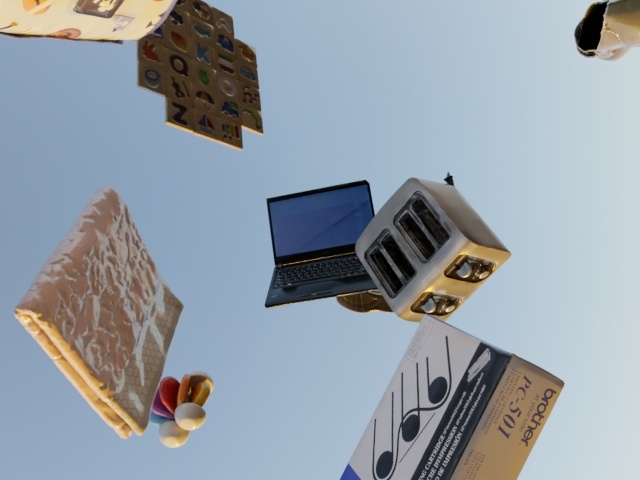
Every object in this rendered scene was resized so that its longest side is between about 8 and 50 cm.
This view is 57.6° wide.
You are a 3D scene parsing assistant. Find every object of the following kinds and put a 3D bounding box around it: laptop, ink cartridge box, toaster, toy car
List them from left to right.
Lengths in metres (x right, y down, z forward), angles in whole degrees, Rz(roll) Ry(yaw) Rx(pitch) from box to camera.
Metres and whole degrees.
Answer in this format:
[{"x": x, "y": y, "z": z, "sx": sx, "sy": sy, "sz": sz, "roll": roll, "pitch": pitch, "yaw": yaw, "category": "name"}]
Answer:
[{"x": -0.356, "y": 0.400, "z": 1.430, "sx": 0.136, "sy": 0.182, "sz": 0.159, "roll": 34, "pitch": -156, "yaw": -18, "category": "toy car"}, {"x": 0.000, "y": 0.000, "z": 1.182, "sx": 0.264, "sy": 0.235, "sz": 0.136, "roll": -83, "pitch": -20, "yaw": -65, "category": "laptop"}, {"x": 0.056, "y": 0.155, "z": 0.355, "sx": 0.046, "sy": 0.097, "sz": 0.207, "roll": 29, "pitch": -93, "yaw": -20, "category": "ink cartridge box"}, {"x": 0.161, "y": 0.009, "z": 0.872, "sx": 0.110, "sy": 0.168, "sz": 0.185, "roll": 9, "pitch": -140, "yaw": -43, "category": "toaster"}]

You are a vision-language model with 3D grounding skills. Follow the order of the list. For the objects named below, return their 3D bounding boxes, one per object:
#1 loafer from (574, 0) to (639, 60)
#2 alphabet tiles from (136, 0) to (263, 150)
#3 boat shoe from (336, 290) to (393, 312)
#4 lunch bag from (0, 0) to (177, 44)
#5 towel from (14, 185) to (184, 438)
[{"x": 0.407, "y": -0.310, "z": 0.827, "sx": 0.251, "sy": 0.088, "sz": 0.094, "roll": -55, "pitch": -30, "yaw": -77, "category": "loafer"}, {"x": -0.237, "y": -0.352, "z": 1.169, "sx": 0.285, "sy": 0.011, "sz": 0.342, "roll": 14, "pitch": -120, "yaw": -42, "category": "alphabet tiles"}, {"x": 0.112, "y": 0.130, "z": 1.292, "sx": 0.048, "sy": 0.153, "sz": 0.056, "roll": -34, "pitch": -54, "yaw": -80, "category": "boat shoe"}, {"x": -0.273, "y": -0.416, "z": 0.639, "sx": 0.328, "sy": 0.239, "sz": 0.385, "roll": -39, "pitch": -33, "yaw": -66, "category": "lunch bag"}, {"x": -0.349, "y": 0.115, "z": 1.000, "sx": 0.331, "sy": 0.054, "sz": 0.316, "roll": -87, "pitch": -21, "yaw": -55, "category": "towel"}]
